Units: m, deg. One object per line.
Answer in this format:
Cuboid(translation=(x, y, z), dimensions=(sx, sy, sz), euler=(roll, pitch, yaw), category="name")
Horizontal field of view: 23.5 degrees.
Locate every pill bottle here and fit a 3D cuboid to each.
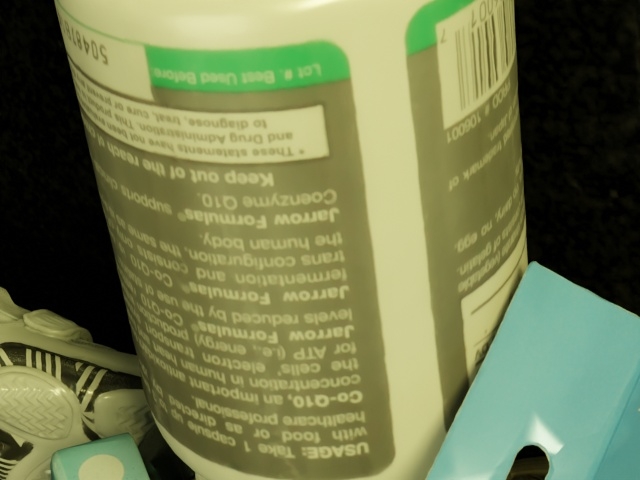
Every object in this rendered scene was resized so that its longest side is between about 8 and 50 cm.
Cuboid(translation=(0.000, 0.000, 0.759), dimensions=(0.204, 0.204, 0.361), euler=(16, 130, 32), category="pill bottle")

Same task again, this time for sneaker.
Cuboid(translation=(-0.225, 0.063, 1.065), dimensions=(0.365, 0.210, 0.137), euler=(7, 135, -6), category="sneaker")

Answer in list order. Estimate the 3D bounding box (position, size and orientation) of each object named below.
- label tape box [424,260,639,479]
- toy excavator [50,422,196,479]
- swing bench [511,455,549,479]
Cuboid(translation=(0.198, 0.175, 0.631), dimensions=(0.333, 0.241, 0.106), euler=(28, 163, -2), category="label tape box")
Cuboid(translation=(-0.189, 0.243, 0.877), dimensions=(0.433, 0.445, 0.222), euler=(91, 157, -44), category="toy excavator")
Cuboid(translation=(0.155, 0.280, 0.842), dimensions=(0.165, 0.255, 0.253), euler=(-23, 107, 20), category="swing bench")
